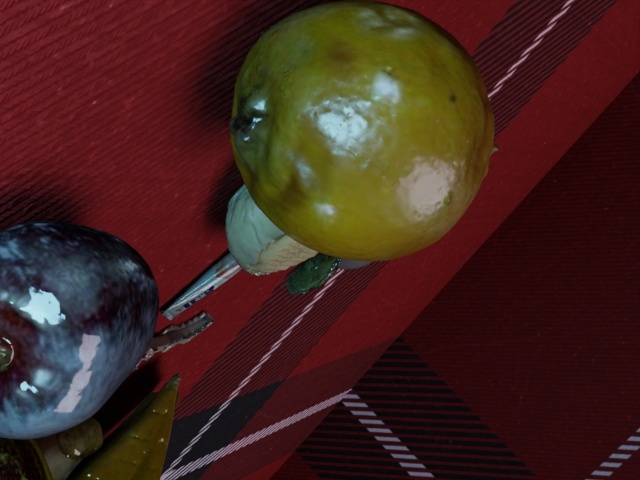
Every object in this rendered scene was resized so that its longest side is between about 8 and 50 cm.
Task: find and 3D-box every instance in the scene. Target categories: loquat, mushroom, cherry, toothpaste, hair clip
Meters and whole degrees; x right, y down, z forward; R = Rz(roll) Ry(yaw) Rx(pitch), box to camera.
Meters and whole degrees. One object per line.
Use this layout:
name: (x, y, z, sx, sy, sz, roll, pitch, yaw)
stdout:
loquat: (0.049, -0.133, 1.241, 0.328, 0.328, 0.328, -40, 164, -15)
mushroom: (-0.493, 0.406, 1.680, 0.333, 0.087, 0.107, -44, 161, 12)
cherry: (-0.306, 0.098, 1.123, 0.255, 0.218, 0.296, -57, 166, 18)
toothpaste: (-0.178, 0.063, 1.691, 0.205, 0.036, 0.056, -39, 163, -6)
hair clip: (-0.264, 0.173, 1.751, 0.072, 0.034, 0.226, -49, 166, 27)

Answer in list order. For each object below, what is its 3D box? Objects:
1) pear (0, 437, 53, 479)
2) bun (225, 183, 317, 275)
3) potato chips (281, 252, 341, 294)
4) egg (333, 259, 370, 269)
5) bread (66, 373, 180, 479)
pear: (-0.458, 0.326, 1.238, 0.283, 0.283, 0.284, -40, 164, -15)
bun: (-0.026, -0.064, 1.548, 0.287, 0.146, 0.287, -29, 168, -7)
potato chips: (-0.003, -0.003, 1.726, 0.202, 0.029, 0.220, -30, -146, 25)
egg: (0.070, -0.033, 1.852, 0.198, 0.146, 0.146, -41, 164, -17)
bread: (-0.398, 0.394, 1.804, 0.233, 0.244, 0.362, 146, -40, -63)
